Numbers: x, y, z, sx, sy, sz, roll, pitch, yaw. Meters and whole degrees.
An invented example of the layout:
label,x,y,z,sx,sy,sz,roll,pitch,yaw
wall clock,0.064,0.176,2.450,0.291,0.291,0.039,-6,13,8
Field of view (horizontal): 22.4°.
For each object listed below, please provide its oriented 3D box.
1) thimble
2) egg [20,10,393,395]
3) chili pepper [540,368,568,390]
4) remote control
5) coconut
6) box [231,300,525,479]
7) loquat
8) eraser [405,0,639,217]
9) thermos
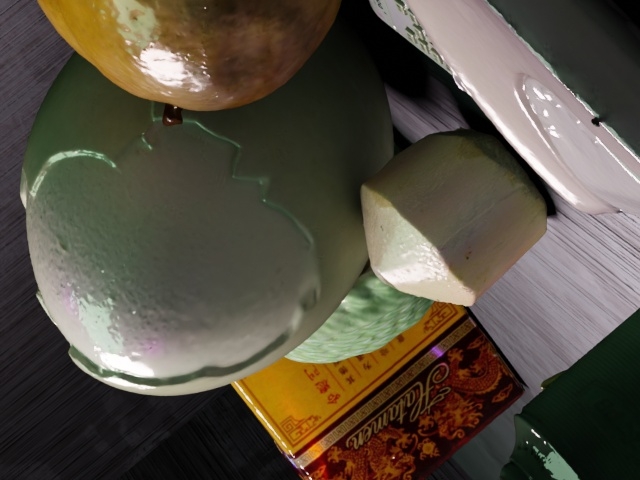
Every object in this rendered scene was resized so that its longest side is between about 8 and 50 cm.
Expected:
label,x,y,z,sx,sy,sz,roll,pitch,yaw
thimble,0.000,0.000,1.464,0.219,0.219,0.150,49,176,19
egg,-0.089,-0.037,1.225,0.278,0.278,0.336,55,-143,-36
chili pepper,0.247,0.126,1.030,0.204,0.073,0.072,41,159,-13
remote control,0.077,-0.127,0.965,0.166,0.029,0.065,43,170,29
coconut,0.087,-0.013,1.140,0.116,0.122,0.116,50,174,7
box,0.006,0.090,1.799,0.415,0.264,0.116,52,173,-15
loquat,-0.086,-0.194,1.021,0.238,0.193,0.238,37,147,29
eraser,0.105,-0.095,0.758,0.243,0.059,0.204,49,176,-16
thermos,0.154,0.071,0.768,0.073,0.187,0.083,54,173,-23
